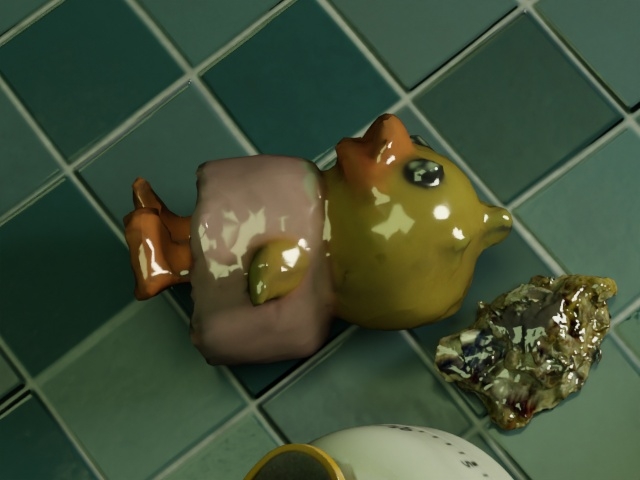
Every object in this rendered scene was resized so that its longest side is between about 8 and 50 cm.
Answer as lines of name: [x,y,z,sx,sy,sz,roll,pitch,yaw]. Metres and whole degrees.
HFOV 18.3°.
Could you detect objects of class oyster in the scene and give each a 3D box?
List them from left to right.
oyster: [0.165,0.071,1.503,0.103,0.051,0.148,43,69,8]

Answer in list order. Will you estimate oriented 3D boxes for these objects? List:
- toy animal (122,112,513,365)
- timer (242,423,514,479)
toy animal: [0.003,0.003,1.483,0.281,0.195,0.169,-15,111,3]
timer: [0.060,0.243,1.404,0.233,0.240,0.234,-4,83,32]
